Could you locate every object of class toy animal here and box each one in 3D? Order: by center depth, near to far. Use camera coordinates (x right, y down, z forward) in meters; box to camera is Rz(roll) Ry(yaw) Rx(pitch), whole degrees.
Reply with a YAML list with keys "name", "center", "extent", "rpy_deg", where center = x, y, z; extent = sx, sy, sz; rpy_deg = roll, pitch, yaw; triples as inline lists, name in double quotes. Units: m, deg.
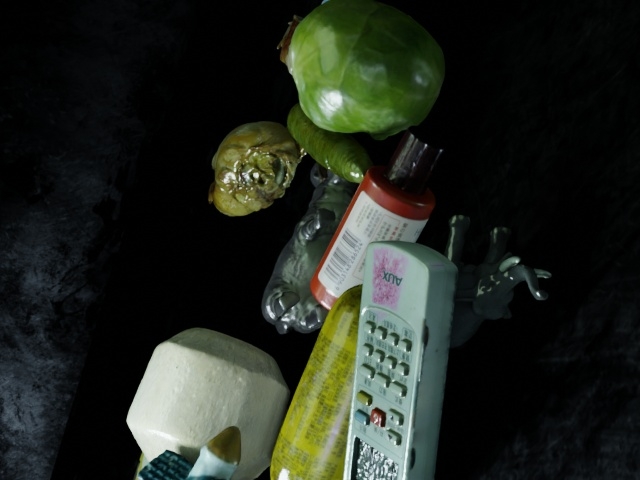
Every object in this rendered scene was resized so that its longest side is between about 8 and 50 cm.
- name: "toy animal"
  center: [0.176, 0.042, 1.389]
  extent: [0.269, 0.082, 0.137]
  rpy_deg: [-34, 43, 56]
- name: "toy animal"
  center: [0.008, -0.011, 1.888]
  extent: [0.168, 0.106, 0.343]
  rpy_deg: [-44, 24, 56]

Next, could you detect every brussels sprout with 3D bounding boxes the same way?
- name: "brussels sprout"
  center: [0.069, -0.248, 1.770]
  extent: [0.244, 0.244, 0.244]
  rpy_deg: [-161, 90, -72]

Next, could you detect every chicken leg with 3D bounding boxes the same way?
- name: "chicken leg"
  center: [-0.150, -0.128, 2.437]
  extent: [0.201, 0.153, 0.429]
  rpy_deg: [-63, 8, -15]

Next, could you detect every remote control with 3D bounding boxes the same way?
- name: "remote control"
  center: [0.086, 0.173, 1.395]
  extent: [0.145, 0.050, 0.344]
  rpy_deg: [21, 109, 61]

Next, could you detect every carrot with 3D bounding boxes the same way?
- name: "carrot"
  center: [0.020, -0.143, 1.843]
  extent: [0.074, 0.074, 0.358]
  rpy_deg: [-67, 21, 12]

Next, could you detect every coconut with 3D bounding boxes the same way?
- name: "coconut"
  center: [-0.178, 0.281, 1.930]
  extent: [0.237, 0.237, 0.266]
  rpy_deg: [-26, 42, 65]

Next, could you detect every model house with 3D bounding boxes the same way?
- name: "model house"
  center: [-0.164, 0.408, 1.777]
  extent: [0.253, 0.184, 0.291]
  rpy_deg: [28, 94, 39]

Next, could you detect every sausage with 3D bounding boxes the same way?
- name: "sausage"
  center: [0.029, 0.208, 1.576]
  extent: [0.123, 0.123, 0.347]
  rpy_deg: [-133, 63, -70]

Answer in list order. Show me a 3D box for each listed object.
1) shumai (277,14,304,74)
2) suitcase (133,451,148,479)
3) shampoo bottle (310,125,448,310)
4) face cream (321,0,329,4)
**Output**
- name: "shumai"
  center: [0.003, -0.282, 2.023]
  extent: [0.206, 0.176, 0.166]
  rpy_deg: [-10, 62, 59]
- name: "suitcase"
  center: [-0.249, 0.469, 2.096]
  extent: [0.235, 0.143, 0.194]
  rpy_deg: [-154, 82, -71]
- name: "shampoo bottle"
  center: [0.087, -0.028, 1.668]
  extent: [0.104, 0.104, 0.278]
  rpy_deg: [-104, 37, -59]
- name: "face cream"
  center: [0.022, -0.332, 2.206]
  extent: [0.075, 0.075, 0.229]
  rpy_deg: [-43, 32, 55]
